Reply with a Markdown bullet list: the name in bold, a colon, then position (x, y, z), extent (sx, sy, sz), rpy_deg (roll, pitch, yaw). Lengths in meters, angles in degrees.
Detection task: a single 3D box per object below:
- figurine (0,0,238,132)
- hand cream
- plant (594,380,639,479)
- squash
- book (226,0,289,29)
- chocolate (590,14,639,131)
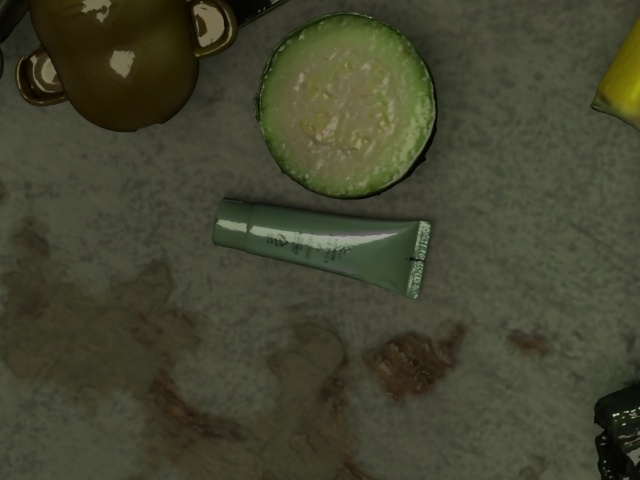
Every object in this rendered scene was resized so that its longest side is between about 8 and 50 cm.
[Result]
- **figurine**: position (-0.196, -0.238, 1.637), extent (0.343, 0.167, 0.284), rpy_deg (-21, 86, 35)
- **hand cream**: position (0.000, 0.000, 1.734), extent (0.205, 0.050, 0.078), rpy_deg (11, 103, 4)
- **plant**: position (0.378, 0.179, 1.640), extent (0.256, 0.142, 0.164), rpy_deg (-2, 102, 0)
- **squash**: position (0.032, -0.128, 1.660), extent (0.170, 0.123, 0.170), rpy_deg (3, 103, 12)
- **book**: position (-0.160, -0.244, 1.724), extent (0.228, 0.024, 0.160), rpy_deg (-29, 94, 16)
- **chocolate**: position (0.406, -0.266, 1.539), extent (0.162, 0.162, 0.445), rpy_deg (29, 104, 4)
